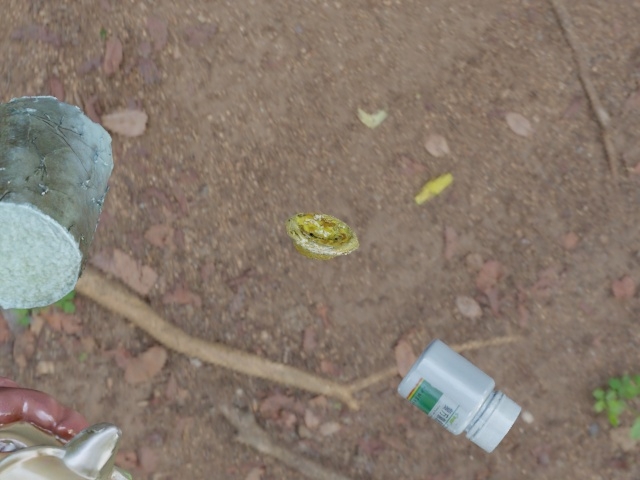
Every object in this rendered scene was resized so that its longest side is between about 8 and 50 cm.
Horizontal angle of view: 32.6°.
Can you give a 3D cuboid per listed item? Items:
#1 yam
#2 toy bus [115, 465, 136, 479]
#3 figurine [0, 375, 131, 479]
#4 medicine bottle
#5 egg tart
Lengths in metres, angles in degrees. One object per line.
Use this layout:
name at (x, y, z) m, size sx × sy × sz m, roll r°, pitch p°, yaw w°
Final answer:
yam at (-0.440, -0.060, 1.648) m, size 0.240 × 0.348 × 0.241 m, roll -2°, pitch 121°, yaw -4°
toy bus at (-0.286, 0.363, 1.499) m, size 0.175 × 0.088 × 0.101 m, roll 35°, pitch 78°, yaw -39°
figurine at (-0.164, 0.167, 0.621) m, size 0.207 × 0.387 × 0.166 m, roll 28°, pitch 99°, yaw -37°
medicine bottle at (0.162, 0.182, 1.273) m, size 0.130 × 0.080 × 0.080 m, roll 37°, pitch 103°, yaw 9°
egg tart at (0.000, 0.000, 1.799) m, size 0.128 × 0.129 × 0.049 m, roll 9°, pitch 119°, yaw -18°
